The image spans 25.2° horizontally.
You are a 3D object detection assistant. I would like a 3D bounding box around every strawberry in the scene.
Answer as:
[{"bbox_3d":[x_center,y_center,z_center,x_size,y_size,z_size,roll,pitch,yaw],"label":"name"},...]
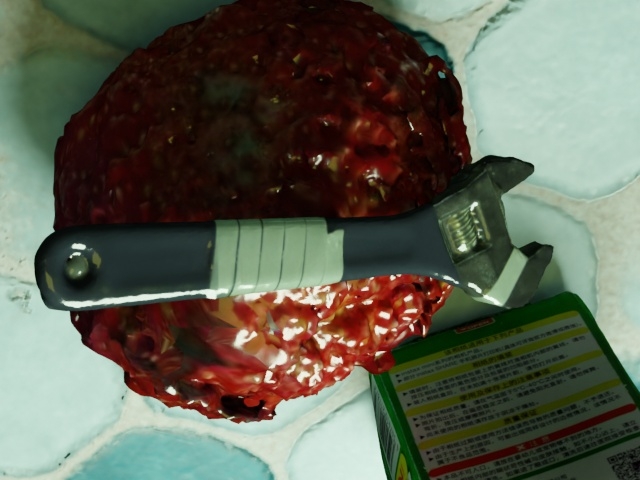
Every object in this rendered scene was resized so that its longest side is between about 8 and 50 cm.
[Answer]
[{"bbox_3d":[-0.032,-0.005,0.860,0.274,0.220,0.274,-2,116,-4],"label":"strawberry"}]

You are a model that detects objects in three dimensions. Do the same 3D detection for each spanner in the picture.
[{"bbox_3d":[0.000,0.000,0.748,0.316,0.024,0.087,-3,100,-33],"label":"spanner"}]

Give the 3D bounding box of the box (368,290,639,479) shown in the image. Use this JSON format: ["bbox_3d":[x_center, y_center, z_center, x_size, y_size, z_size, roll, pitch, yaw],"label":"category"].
[{"bbox_3d":[0.135,0.152,0.947,0.180,0.250,0.103,-18,124,-1],"label":"box"}]
